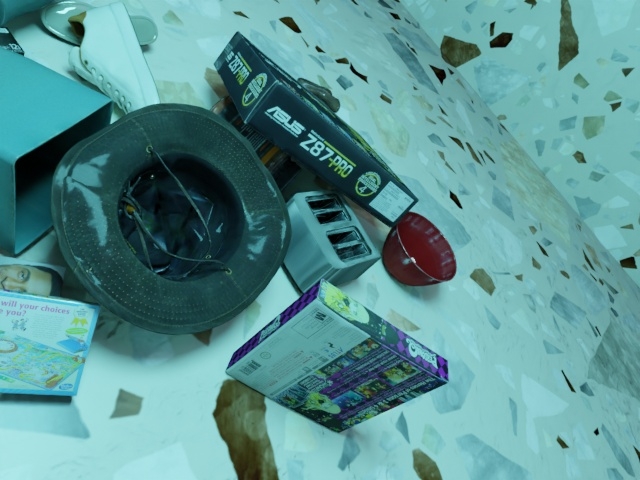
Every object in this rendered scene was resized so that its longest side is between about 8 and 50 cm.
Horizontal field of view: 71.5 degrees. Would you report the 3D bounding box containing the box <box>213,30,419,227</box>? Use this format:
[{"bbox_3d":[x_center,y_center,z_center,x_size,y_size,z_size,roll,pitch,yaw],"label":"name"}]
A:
[{"bbox_3d":[-0.009,-0.219,0.895,0.395,0.097,0.318,30,19,-37],"label":"box"}]

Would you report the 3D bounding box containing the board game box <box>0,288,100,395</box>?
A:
[{"bbox_3d":[-0.329,0.106,0.469,0.154,0.026,0.103,17,82,-33],"label":"board game box"}]

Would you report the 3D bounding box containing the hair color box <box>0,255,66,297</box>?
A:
[{"bbox_3d":[-0.374,0.054,0.499,0.141,0.043,0.071,16,49,-34],"label":"hair color box"}]

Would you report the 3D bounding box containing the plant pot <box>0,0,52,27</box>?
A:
[{"bbox_3d":[-0.505,-0.467,0.666,0.272,0.272,0.255,26,59,-25],"label":"plant pot"}]

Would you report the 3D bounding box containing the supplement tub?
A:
[{"bbox_3d":[-0.131,-0.182,0.869,0.198,0.106,0.106,43,39,-5],"label":"supplement tub"}]

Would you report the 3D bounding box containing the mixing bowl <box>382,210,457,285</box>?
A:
[{"bbox_3d":[0.207,0.034,1.001,0.182,0.098,0.181,25,45,-27],"label":"mixing bowl"}]

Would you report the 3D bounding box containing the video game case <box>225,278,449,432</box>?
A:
[{"bbox_3d":[0.015,0.172,0.606,0.210,0.232,0.041,34,39,-15],"label":"video game case"}]

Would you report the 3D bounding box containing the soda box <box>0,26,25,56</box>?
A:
[{"bbox_3d":[-0.518,-0.260,0.619,0.053,0.060,0.169,54,39,5],"label":"soda box"}]

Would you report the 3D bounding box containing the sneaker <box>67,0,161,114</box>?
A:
[{"bbox_3d":[-0.353,-0.272,0.774,0.123,0.106,0.289,-21,78,-17],"label":"sneaker"}]

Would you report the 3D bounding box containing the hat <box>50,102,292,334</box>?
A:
[{"bbox_3d":[-0.207,-0.022,0.633,0.332,0.134,0.330,16,64,-36],"label":"hat"}]

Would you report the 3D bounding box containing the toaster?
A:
[{"bbox_3d":[0.000,0.000,0.833,0.186,0.110,0.168,-12,66,-47],"label":"toaster"}]

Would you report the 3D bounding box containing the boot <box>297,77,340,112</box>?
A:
[{"bbox_3d":[-0.008,-0.400,1.218,0.114,0.037,0.106,11,38,-40],"label":"boot"}]

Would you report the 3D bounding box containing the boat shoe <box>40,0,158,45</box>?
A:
[{"bbox_3d":[-0.421,-0.405,0.847,0.206,0.075,0.065,-16,27,-42],"label":"boat shoe"}]

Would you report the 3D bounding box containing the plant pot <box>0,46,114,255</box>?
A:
[{"bbox_3d":[-0.416,-0.136,0.538,0.235,0.165,0.165,30,41,-6],"label":"plant pot"}]
